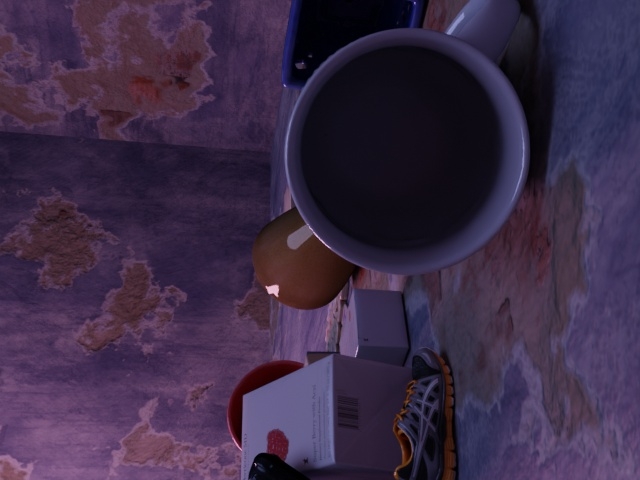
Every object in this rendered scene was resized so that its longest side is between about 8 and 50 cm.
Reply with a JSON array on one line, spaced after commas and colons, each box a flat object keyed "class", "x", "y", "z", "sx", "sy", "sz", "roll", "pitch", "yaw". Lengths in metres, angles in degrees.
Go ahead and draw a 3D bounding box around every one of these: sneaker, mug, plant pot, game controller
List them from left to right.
[{"class": "plant pot", "x": -0.096, "y": 0.481, "z": 2.286, "sx": 0.243, "sy": 0.275, "sz": 0.275, "roll": 89, "pitch": 179, "yaw": -56}, {"class": "plant pot", "x": 0.000, "y": 0.000, "z": 1.994, "sx": 0.254, "sy": 0.237, "sz": 0.237, "roll": 133, "pitch": 142, "yaw": -55}, {"class": "game controller", "x": 0.020, "y": 0.447, "z": 1.389, "sx": 0.067, "sy": 0.319, "sz": 0.166, "roll": -52, "pitch": -13, "yaw": -25}, {"class": "plant pot", "x": 0.058, "y": -0.427, "z": 1.687, "sx": 0.236, "sy": 0.236, "sz": 0.212, "roll": 101, "pitch": 174, "yaw": -45}, {"class": "mug", "x": 0.123, "y": -0.161, "z": 1.137, "sx": 0.374, "sy": 0.276, "sz": 0.328, "roll": -54, "pitch": 6, "yaw": 7}, {"class": "sneaker", "x": 0.145, "y": 0.253, "z": 1.287, "sx": 0.084, "sy": 0.083, "sz": 0.215, "roll": 104, "pitch": 168, "yaw": -57}]

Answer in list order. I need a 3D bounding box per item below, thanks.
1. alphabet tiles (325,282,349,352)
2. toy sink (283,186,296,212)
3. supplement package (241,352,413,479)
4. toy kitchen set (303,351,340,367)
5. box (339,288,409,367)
[{"class": "alphabet tiles", "x": 0.038, "y": 0.215, "z": 2.232, "sx": 0.278, "sy": 0.021, "sz": 0.284, "roll": -119, "pitch": 33, "yaw": -75}, {"class": "toy sink", "x": -0.022, "y": -0.023, "z": 2.369, "sx": 0.153, "sy": 0.131, "sz": 0.234, "roll": 129, "pitch": 139, "yaw": -76}, {"class": "supplement package", "x": 0.010, "y": 0.323, "z": 1.503, "sx": 0.293, "sy": 0.175, "sz": 0.177, "roll": -33, "pitch": 50, "yaw": 49}, {"class": "toy kitchen set", "x": 0.006, "y": 0.307, "z": 2.025, "sx": 0.166, "sy": 0.122, "sz": 0.207, "roll": -107, "pitch": 22, "yaw": -57}, {"class": "box", "x": 0.094, "y": 0.190, "z": 1.623, "sx": 0.170, "sy": 0.091, "sz": 0.130, "roll": 102, "pitch": 169, "yaw": -48}]
